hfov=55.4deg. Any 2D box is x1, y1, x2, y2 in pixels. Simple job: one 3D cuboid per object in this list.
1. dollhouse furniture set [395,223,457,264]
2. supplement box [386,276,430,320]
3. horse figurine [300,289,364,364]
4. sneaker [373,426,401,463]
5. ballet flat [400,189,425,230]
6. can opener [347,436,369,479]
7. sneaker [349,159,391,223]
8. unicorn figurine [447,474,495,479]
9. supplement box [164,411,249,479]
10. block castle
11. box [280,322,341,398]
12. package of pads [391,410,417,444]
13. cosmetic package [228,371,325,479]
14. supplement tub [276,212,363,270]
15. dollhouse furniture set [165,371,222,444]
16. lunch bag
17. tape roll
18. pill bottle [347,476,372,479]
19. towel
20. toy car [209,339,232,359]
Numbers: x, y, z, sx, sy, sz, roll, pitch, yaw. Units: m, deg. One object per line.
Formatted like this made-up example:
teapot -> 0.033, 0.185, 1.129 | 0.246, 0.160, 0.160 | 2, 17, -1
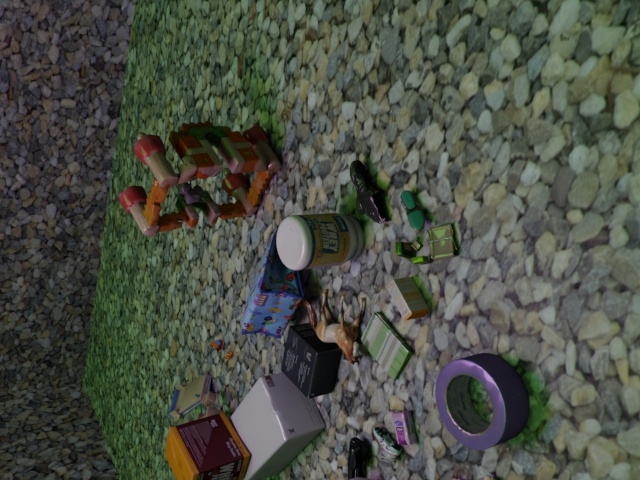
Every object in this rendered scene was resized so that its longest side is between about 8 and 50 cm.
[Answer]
dollhouse furniture set -> 0.254, 0.015, 1.420 | 0.151, 0.058, 0.076 | -13, 75, 35
supplement box -> 0.210, 0.139, 1.461 | 0.036, 0.062, 0.098 | -55, 51, 44
horse figurine -> 0.040, 0.233, 1.705 | 0.263, 0.066, 0.175 | 6, 94, 53
sneaker -> 0.165, 0.539, 1.589 | 0.098, 0.038, 0.069 | 40, 124, 45
ballet flat -> 0.221, -0.066, 1.443 | 0.041, 0.041, 0.114 | -49, 47, 45
can opener -> 0.095, 0.626, 1.683 | 0.059, 0.073, 0.186 | 25, 124, 41
sneaker -> 0.127, -0.126, 1.557 | 0.089, 0.051, 0.170 | -5, 94, 54
unicorn figurine -> 0.338, 0.566, 1.347 | 0.162, 0.060, 0.111 | -43, 58, 29
supplement box -> -0.362, 0.680, 1.937 | 0.191, 0.194, 0.129 | 45, 131, 40
block castle -> -0.375, -0.208, 1.902 | 0.213, 0.453, 0.303 | 56, 136, 23
box -> -0.030, 0.349, 1.789 | 0.158, 0.093, 0.156 | 35, 121, 48
package of pads -> 0.209, 0.467, 1.526 | 0.050, 0.032, 0.083 | -24, 75, 55
cosmetic package -> -0.161, 0.601, 1.952 | 0.385, 0.156, 0.217 | -53, 53, 41
supplement tub -> 0.000, 0.000, 1.616 | 0.144, 0.199, 0.144 | 11, 103, 53
dollhouse furniture set -> -0.439, 0.669, 2.419 | 0.286, 0.198, 0.303 | -37, 30, 26
lunch bag -> -0.157, 0.116, 1.890 | 0.221, 0.138, 0.293 | 118, 156, -43
tape roll -> 0.339, 0.338, 1.292 | 0.189, 0.080, 0.189 | 8, 100, 53
pill bottle -> 0.068, 0.773, 1.646 | 0.162, 0.162, 0.278 | 58, 137, 32
towel -> 0.169, 0.270, 1.572 | 0.152, 0.023, 0.113 | 49, 133, 37
toy car -> -0.371, 0.418, 2.333 | 0.122, 0.060, 0.040 | 29, 74, 31
